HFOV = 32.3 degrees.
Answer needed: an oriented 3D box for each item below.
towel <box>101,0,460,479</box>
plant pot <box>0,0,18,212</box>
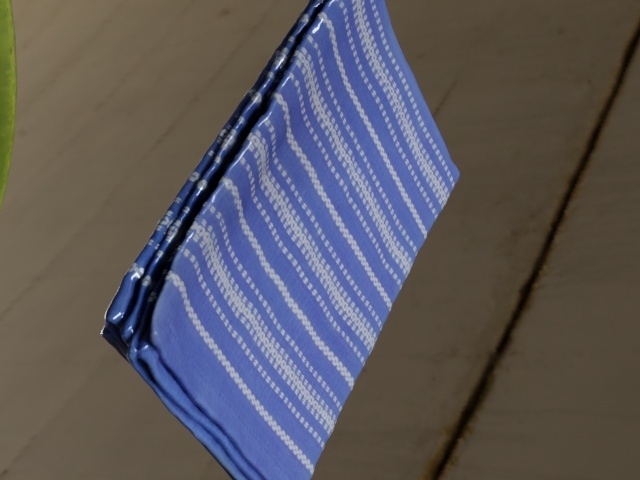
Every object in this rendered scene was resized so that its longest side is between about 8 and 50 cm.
[{"bbox_3d":[0.000,0.000,0.754,0.040,0.243,0.336,8,-125,34],"label":"towel"},{"bbox_3d":[-0.250,0.012,0.162,0.366,0.366,0.353,-25,-155,2],"label":"plant pot"}]
